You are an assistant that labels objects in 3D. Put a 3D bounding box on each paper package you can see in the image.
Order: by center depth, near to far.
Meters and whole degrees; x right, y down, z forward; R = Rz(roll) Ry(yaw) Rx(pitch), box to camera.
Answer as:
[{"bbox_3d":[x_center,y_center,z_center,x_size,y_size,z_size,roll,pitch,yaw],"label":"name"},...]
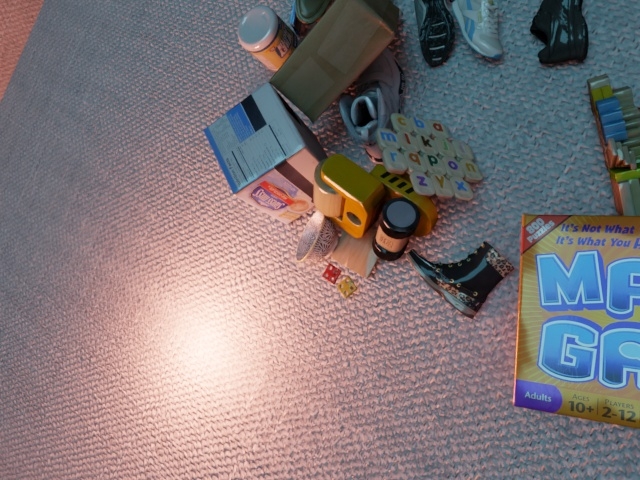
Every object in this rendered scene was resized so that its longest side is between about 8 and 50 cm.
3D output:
[{"bbox_3d":[0.047,-0.531,1.304,0.168,0.310,0.324,39,125,-16],"label":"paper package"}]

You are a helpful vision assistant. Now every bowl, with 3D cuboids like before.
[{"bbox_3d":[0.000,0.000,1.410,0.080,0.170,0.170,25,95,-16],"label":"bowl"}]

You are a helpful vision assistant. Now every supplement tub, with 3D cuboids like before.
[{"bbox_3d":[-0.157,-0.642,1.541,0.144,0.199,0.145,-4,80,26],"label":"supplement tub"}]

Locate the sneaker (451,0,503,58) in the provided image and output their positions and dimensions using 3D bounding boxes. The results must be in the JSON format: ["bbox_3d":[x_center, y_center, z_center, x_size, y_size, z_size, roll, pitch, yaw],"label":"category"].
[{"bbox_3d":[0.436,-0.592,1.285,0.092,0.087,0.229,-41,63,50],"label":"sneaker"}]

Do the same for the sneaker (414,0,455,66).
[{"bbox_3d":[0.322,-0.637,1.368,0.100,0.108,0.272,-7,94,7],"label":"sneaker"}]

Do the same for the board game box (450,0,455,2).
[{"bbox_3d":[0.456,-0.796,1.338,0.194,0.060,0.194,-2,82,26],"label":"board game box"}]

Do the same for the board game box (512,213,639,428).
[{"bbox_3d":[0.594,0.156,0.947,0.355,0.356,0.357,2,83,27],"label":"board game box"}]

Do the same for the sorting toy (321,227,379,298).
[{"bbox_3d":[0.114,0.031,1.382,0.132,0.046,0.275,29,94,27],"label":"sorting toy"}]

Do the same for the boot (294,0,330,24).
[{"bbox_3d":[-0.021,-0.746,1.476,0.108,0.220,0.284,6,79,-4],"label":"boot"}]

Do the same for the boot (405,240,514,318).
[{"bbox_3d":[0.357,0.063,1.236,0.236,0.085,0.179,44,100,19],"label":"boot"}]

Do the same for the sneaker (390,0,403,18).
[{"bbox_3d":[0.150,-0.781,1.461,0.146,0.122,0.331,-27,80,20],"label":"sneaker"}]

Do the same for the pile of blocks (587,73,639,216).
[{"bbox_3d":[0.702,-0.228,1.072,0.112,0.149,0.363,-12,76,25],"label":"pile of blocks"}]

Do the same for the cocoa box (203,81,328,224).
[{"bbox_3d":[-0.121,-0.227,1.361,0.227,0.347,0.232,-32,70,11],"label":"cocoa box"}]

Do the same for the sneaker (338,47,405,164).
[{"bbox_3d":[0.151,-0.413,1.343,0.137,0.210,0.367,-6,79,25],"label":"sneaker"}]

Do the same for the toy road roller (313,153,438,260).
[{"bbox_3d":[0.161,-0.126,1.270,0.329,0.203,0.241,35,69,13],"label":"toy road roller"}]

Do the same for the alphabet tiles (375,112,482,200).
[{"bbox_3d":[0.280,-0.216,1.223,0.021,0.283,0.278,120,146,-50],"label":"alphabet tiles"}]

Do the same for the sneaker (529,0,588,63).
[{"bbox_3d":[0.600,-0.586,1.210,0.130,0.109,0.287,-5,77,32],"label":"sneaker"}]

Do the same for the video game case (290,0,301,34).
[{"bbox_3d":[-0.071,-0.738,1.527,0.015,0.166,0.119,12,103,1],"label":"video game case"}]
